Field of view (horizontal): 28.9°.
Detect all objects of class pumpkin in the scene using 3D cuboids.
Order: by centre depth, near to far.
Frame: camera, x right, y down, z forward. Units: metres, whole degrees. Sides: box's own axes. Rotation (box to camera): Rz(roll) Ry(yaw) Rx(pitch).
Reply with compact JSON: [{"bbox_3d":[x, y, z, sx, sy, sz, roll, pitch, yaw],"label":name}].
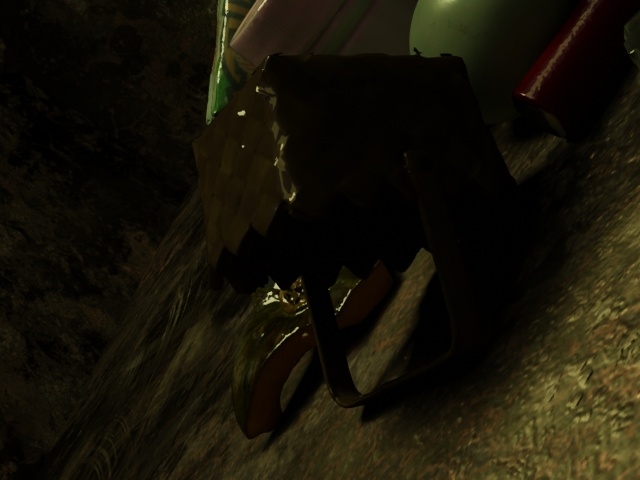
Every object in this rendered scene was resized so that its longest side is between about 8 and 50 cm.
[{"bbox_3d":[-0.005,0.071,1.556,0.258,0.095,0.290,-34,30,30],"label":"pumpkin"}]

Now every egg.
[{"bbox_3d":[0.193,-0.233,1.360,0.183,0.183,0.264,-60,-5,-24],"label":"egg"}]

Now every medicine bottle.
[{"bbox_3d":[0.064,-0.235,1.588,0.202,0.316,0.202,-51,12,15],"label":"medicine bottle"}]

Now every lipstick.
[{"bbox_3d":[0.286,-0.217,1.248,0.241,0.080,0.080,-55,12,-3],"label":"lipstick"}]

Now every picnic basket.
[{"bbox_3d":[0.039,-0.010,1.231,0.254,0.291,0.321,-34,67,55],"label":"picnic basket"}]

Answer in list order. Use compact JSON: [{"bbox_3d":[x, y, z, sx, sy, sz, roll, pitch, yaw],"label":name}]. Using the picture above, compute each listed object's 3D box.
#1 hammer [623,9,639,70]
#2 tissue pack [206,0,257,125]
[{"bbox_3d":[0.404,-0.283,1.068,0.365,0.043,0.111,-48,13,24],"label":"hammer"},{"bbox_3d":[0.003,-0.258,1.754,0.128,0.310,0.228,160,115,-79],"label":"tissue pack"}]
